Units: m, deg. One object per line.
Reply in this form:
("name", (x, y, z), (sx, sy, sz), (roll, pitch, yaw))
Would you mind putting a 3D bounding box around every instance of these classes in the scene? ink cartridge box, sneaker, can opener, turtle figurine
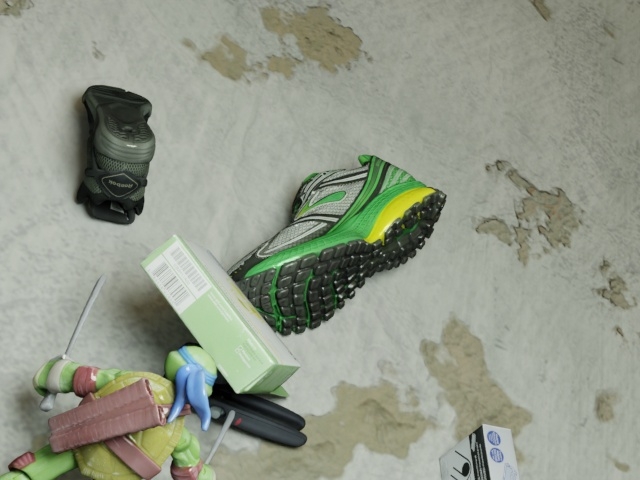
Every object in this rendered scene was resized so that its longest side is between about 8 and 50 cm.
("ink cartridge box", (-0.091, 0.088, 1.303), (0.171, 0.056, 0.235), (51, 5, 14))
("sneaker", (-0.248, -0.104, 1.442), (0.087, 0.130, 0.227), (11, 24, -20))
("sneaker", (0.000, 0.000, 1.504), (0.146, 0.134, 0.343), (36, 43, 25))
("ink cartridge box", (0.190, 0.325, 1.379), (0.046, 0.097, 0.207), (13, 51, -24))
("can opener", (-0.092, 0.182, 1.335), (0.186, 0.073, 0.059), (33, 37, -20))
("turtle figurine", (-0.206, 0.210, 1.179), (0.266, 0.274, 0.198), (-44, 116, -12))
